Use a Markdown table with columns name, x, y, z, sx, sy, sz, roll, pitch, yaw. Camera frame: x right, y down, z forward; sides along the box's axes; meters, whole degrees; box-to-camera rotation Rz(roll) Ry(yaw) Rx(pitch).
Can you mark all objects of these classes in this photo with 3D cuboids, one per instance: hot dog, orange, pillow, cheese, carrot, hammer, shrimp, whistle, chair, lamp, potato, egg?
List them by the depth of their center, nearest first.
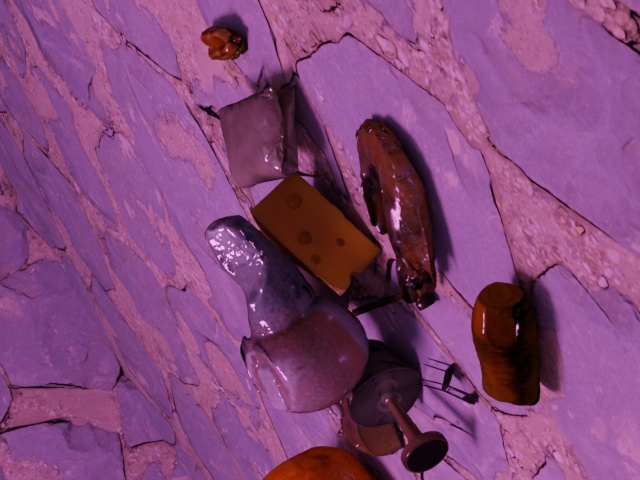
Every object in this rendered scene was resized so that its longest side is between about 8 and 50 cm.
| name | x | y | z | sx | sy | sz | roll | pitch | yaw |
| --- | --- | --- | --- | --- | --- | --- | --- | --- | --- |
| carrot | 0.225 | 0.129 | 1.636 | 0.082 | 0.082 | 0.173 | 36 | 145 | 46 |
| shrimp | 0.091 | -0.042 | 1.759 | 0.173 | 0.058 | 0.253 | 44 | 151 | 54 |
| chair | 0.182 | 0.195 | 1.889 | 0.086 | 0.042 | 0.037 | 23 | 157 | -3 |
| whistle | -0.043 | 0.105 | 1.936 | 0.347 | 0.189 | 0.189 | 62 | 159 | -14 |
| pillow | -0.082 | -0.149 | 1.937 | 0.181 | 0.078 | 0.134 | -12 | 82 | 64 |
| cheese | 0.000 | 0.000 | 1.940 | 0.171 | 0.093 | 0.126 | 38 | 169 | 27 |
| hammer | 0.093 | 0.086 | 1.957 | 0.058 | 0.029 | 0.292 | 62 | 161 | 0 |
| hot dog | -0.140 | -0.290 | 1.978 | 0.056 | 0.041 | 0.133 | 66 | 166 | -14 |
| lamp | 0.105 | 0.244 | 1.990 | 0.121 | 0.121 | 0.214 | 82 | 161 | -44 |
| egg | -0.013 | 0.074 | 2.065 | 0.135 | 0.103 | 0.103 | 58 | 159 | 2 |
| potato | 0.059 | 0.277 | 2.186 | 0.101 | 0.089 | 0.172 | 35 | 149 | 53 |
| orange | -0.006 | 0.493 | 2.379 | 0.261 | 0.261 | 0.261 | 47 | 156 | 30 |
